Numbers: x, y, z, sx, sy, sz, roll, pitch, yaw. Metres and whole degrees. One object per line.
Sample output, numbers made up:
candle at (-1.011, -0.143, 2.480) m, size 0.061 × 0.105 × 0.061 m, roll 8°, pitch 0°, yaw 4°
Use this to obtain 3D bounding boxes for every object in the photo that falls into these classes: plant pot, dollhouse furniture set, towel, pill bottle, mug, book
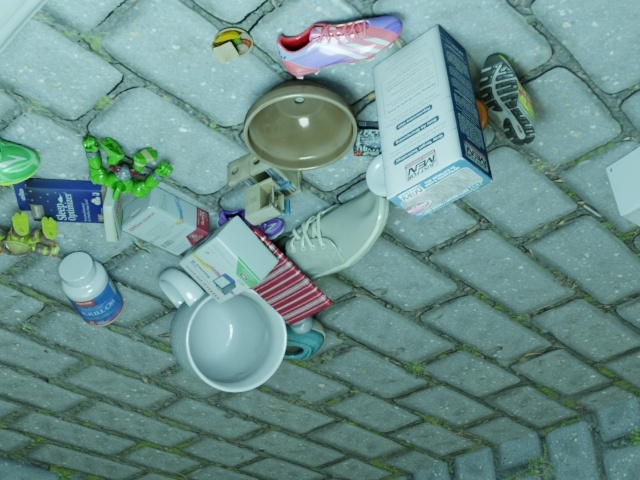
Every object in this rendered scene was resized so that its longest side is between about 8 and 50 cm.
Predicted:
plant pot at (-0.044, -0.261, 1.820) m, size 0.238 × 0.109 × 0.237 m, roll -3°, pitch 145°, yaw -2°
dollhouse furniture set at (-0.129, -0.097, 1.983) m, size 0.129 × 0.183 × 0.129 m, roll -22°, pitch 141°, yaw 25°
towel at (-0.116, 0.091, 2.173) m, size 0.275 × 0.031 × 0.199 m, roll 44°, pitch 143°, yaw -11°
pill bottle at (-0.622, 0.129, 2.323) m, size 0.124 × 0.124 × 0.221 m, roll -7°, pitch 145°, yaw 5°
mug at (-0.306, 0.225, 2.365) m, size 0.374 × 0.276 × 0.328 m, roll 51°, pitch 161°, yaw -13°
book at (-0.496, -0.077, 2.063) m, size 0.035 × 0.096 × 0.144 m, roll 4°, pitch 145°, yaw -5°
pill bottle at (0.191, -0.135, 2.003) m, size 0.103 × 0.103 × 0.184 m, roll -24°, pitch 158°, yaw 28°

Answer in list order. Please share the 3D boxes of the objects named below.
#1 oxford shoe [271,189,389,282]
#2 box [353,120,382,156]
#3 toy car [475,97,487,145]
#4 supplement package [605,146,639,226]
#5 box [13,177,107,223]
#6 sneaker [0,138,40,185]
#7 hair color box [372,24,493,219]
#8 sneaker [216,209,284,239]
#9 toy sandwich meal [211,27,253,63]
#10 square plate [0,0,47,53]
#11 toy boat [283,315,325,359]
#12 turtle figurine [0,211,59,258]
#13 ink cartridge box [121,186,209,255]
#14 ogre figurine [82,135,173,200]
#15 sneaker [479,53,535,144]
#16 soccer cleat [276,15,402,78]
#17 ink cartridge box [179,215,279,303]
oxford shoe at (0.000, 0.000, 2.158) m, size 0.130 × 0.169 × 0.449 m, roll 25°, pitch 142°, yaw -31°
box at (0.147, -0.228, 1.952) m, size 0.137 × 0.027 × 0.094 m, roll 0°, pitch 146°, yaw -5°
toy car at (0.289, -0.248, 1.852) m, size 0.136 × 0.159 × 0.182 m, roll -36°, pitch -178°, yaw -27°
supplement package at (0.830, -0.127, 2.043) m, size 0.203 × 0.149 × 0.194 m, roll 22°, pitch 138°, yaw -33°
box at (-0.622, -0.095, 2.081) m, size 0.225 × 0.036 × 0.136 m, roll 3°, pitch 145°, yaw -6°
sneaker at (-0.745, -0.206, 1.847) m, size 0.296 × 0.109 × 0.123 m, roll 19°, pitch 143°, yaw -28°
hair color box at (0.209, -0.231, 1.674) m, size 0.174 × 0.347 × 0.105 m, roll -29°, pitch 137°, yaw 33°
sneaker at (-0.175, -0.043, 2.164) m, size 0.170 × 0.068 × 0.071 m, roll 3°, pitch 139°, yaw -8°
toy sandwich meal at (-0.175, -0.384, 1.704) m, size 0.086 × 0.029 × 0.085 m, roll -2°, pitch 145°, yaw -1°
square plate at (-0.674, -0.469, 1.530) m, size 0.344 × 0.049 × 0.347 m, roll -31°, pitch 136°, yaw 34°
toy boat at (-0.097, 0.265, 2.536) m, size 0.268 × 0.148 × 0.318 m, roll 9°, pitch 144°, yaw -17°
turtle figurine at (-0.752, -0.007, 2.115) m, size 0.270 × 0.087 × 0.217 m, roll 25°, pitch 151°, yaw -30°
ink cartridge box at (-0.382, -0.048, 2.131) m, size 0.127 × 0.072 × 0.175 m, roll -31°, pitch 136°, yaw 33°
ogre figurine at (-0.448, -0.159, 1.952) m, size 0.197 × 0.096 × 0.118 m, roll 5°, pitch 134°, yaw -30°
sneaker at (0.397, -0.306, 1.821) m, size 0.082 × 0.094 × 0.208 m, roll -11°, pitch 123°, yaw 30°
soccer cleat at (0.035, -0.390, 1.673) m, size 0.248 × 0.083 × 0.095 m, roll -15°, pitch 139°, yaw 21°
ink cartridge box at (-0.228, 0.052, 2.117) m, size 0.154 × 0.093 × 0.212 m, roll 48°, pitch 143°, yaw -11°
